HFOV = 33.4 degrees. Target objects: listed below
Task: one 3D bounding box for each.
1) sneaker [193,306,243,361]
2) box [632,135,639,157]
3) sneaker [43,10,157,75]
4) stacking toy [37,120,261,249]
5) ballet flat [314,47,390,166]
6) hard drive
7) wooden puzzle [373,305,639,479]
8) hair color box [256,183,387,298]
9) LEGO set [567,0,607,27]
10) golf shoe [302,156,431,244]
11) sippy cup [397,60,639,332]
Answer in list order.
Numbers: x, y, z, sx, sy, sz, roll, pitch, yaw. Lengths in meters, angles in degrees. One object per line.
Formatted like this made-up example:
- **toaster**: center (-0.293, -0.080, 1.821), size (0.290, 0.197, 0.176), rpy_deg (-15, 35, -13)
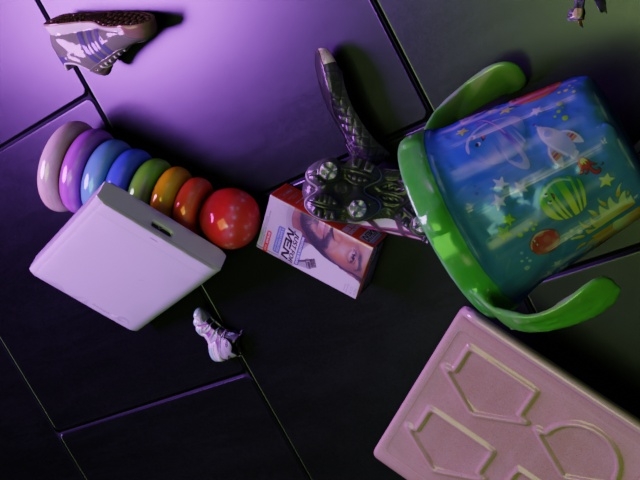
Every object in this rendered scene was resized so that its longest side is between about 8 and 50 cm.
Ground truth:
- **sneaker**: center (-0.153, 0.143, 1.669), size (0.069, 0.038, 0.098), rpy_deg (-12, 116, 32)
- **box**: center (0.436, -0.112, 1.204), size (0.114, 0.036, 0.207), rpy_deg (43, 127, 4)
- **sneaker**: center (-0.308, -0.281, 1.535), size (0.192, 0.064, 0.086), rpy_deg (6, 123, 28)
- **stacking toy**: center (-0.242, -0.071, 1.562), size (0.330, 0.141, 0.141), rpy_deg (17, 121, 16)
- **ballet flat**: center (0.037, -0.175, 1.403), size (0.049, 0.057, 0.173), rpy_deg (-26, 103, -4)
- **hard drive**: center (-0.297, 0.033, 1.601), size (0.203, 0.040, 0.307), rpy_deg (33, 145, -17)
- **wooden puzzle**: center (0.272, 0.278, 1.471), size (0.322, 0.080, 0.347), rpy_deg (34, 130, 12)
- **hair color box**: center (0.000, 0.000, 1.498), size (0.167, 0.053, 0.093), rpy_deg (26, 123, 15)
- **LEGO set**: center (0.344, -0.389, 1.069), size (0.331, 0.192, 0.255), rpy_deg (-21, 72, 32)
- **golf shoe**: center (0.113, -0.052, 1.389), size (0.273, 0.120, 0.105), rpy_deg (13, 88, 1)
- **sippy cup**: center (0.239, -0.063, 1.188), size (0.224, 0.240, 0.305), rpy_deg (-28, 86, 20)
